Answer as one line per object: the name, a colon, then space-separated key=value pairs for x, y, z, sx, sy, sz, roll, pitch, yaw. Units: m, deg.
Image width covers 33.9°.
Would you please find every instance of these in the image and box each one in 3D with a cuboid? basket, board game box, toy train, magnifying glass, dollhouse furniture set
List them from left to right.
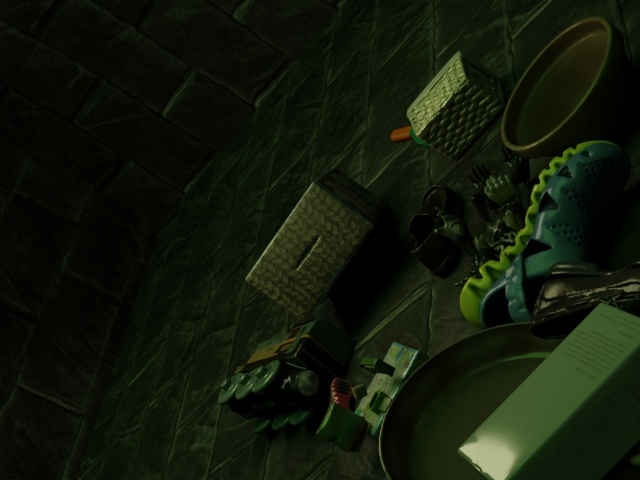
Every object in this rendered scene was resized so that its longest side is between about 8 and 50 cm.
toy train: x=-0.072 y=0.261 z=2.030 sx=0.190 sy=0.142 sz=0.334 roll=-55 pitch=13 yaw=-28
board game box: x=0.000 y=0.000 z=2.079 sx=0.232 sy=0.141 sz=0.291 roll=-55 pitch=-2 yaw=12
dollhouse furniture set: x=0.064 y=0.262 z=1.663 sx=0.151 sy=0.076 sz=0.058 roll=-63 pitch=19 yaw=-13
board game box: x=0.113 y=0.246 z=1.726 sx=0.154 sy=0.026 sz=0.103 roll=-61 pitch=19 yaw=-6
magnifying glass: x=0.210 y=-0.234 z=2.233 sx=0.092 sy=0.026 sz=0.231 roll=-63 pitch=21 yaw=-11
basket: x=0.258 y=-0.252 z=1.994 sx=0.167 sy=0.113 sz=0.103 roll=-50 pitch=23 yaw=26

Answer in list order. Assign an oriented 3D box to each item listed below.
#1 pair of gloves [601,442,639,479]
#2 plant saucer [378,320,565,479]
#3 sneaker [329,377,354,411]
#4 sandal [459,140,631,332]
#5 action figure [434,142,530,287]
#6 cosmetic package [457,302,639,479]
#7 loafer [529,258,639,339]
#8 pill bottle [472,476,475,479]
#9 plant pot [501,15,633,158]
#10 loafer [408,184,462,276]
pair of gloves: x=0.351 y=0.192 z=1.077 sx=0.240 sy=0.042 sz=0.204 roll=-35 pitch=22 yaw=6
plant saucer: x=0.222 y=0.222 z=1.282 sx=0.311 sy=0.050 sz=0.310 roll=-21 pitch=32 yaw=14
sneaker: x=0.030 y=0.293 z=1.851 sx=0.119 sy=0.047 sz=0.057 roll=-84 pitch=20 yaw=-54
sandal: x=0.326 y=0.013 z=1.425 sx=0.317 sy=0.126 sz=0.138 roll=-60 pitch=29 yaw=12
action figure: x=0.259 y=-0.029 z=1.611 sx=0.164 sy=0.141 sz=0.275 roll=-31 pitch=30 yaw=33
cosmetic package: x=0.265 y=0.180 z=1.089 sx=0.231 sy=0.085 sz=0.117 roll=-45 pitch=16 yaw=-3
loafer: x=0.353 y=0.085 z=1.215 sx=0.095 sy=0.109 sz=0.302 roll=-56 pitch=19 yaw=-14
pill bottle: x=0.203 y=0.327 z=1.278 sx=0.087 sy=0.087 sz=0.160 roll=-50 pitch=20 yaw=26
plant pot: x=0.392 y=-0.211 z=1.593 sx=0.237 sy=0.110 sz=0.237 roll=-49 pitch=20 yaw=25
loafer: x=0.200 y=-0.034 z=1.856 sx=0.080 sy=0.078 sz=0.220 roll=-47 pitch=22 yaw=31
